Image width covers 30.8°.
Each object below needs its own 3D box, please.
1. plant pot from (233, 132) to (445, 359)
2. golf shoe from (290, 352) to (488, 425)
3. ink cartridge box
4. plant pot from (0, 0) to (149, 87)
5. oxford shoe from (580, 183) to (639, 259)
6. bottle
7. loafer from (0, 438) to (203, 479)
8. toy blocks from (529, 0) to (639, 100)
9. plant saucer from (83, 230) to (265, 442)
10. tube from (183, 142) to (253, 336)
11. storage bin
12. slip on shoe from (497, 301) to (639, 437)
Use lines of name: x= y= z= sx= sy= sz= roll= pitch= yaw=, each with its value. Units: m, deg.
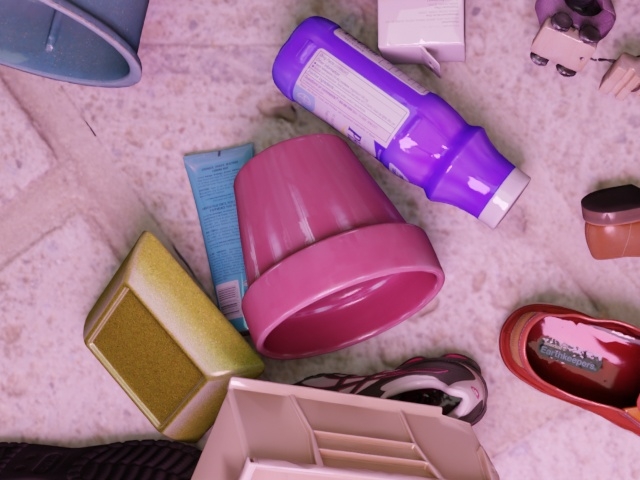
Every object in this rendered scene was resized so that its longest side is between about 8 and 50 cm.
plant pot: x=0.000 y=0.000 z=1.182 sx=0.201 sy=0.201 sz=0.180 roll=-25 pitch=68 yaw=6
golf shoe: x=0.036 y=0.181 z=1.195 sx=0.273 sy=0.120 sz=0.105 roll=-20 pitch=86 yaw=8
ink cartridge box: x=0.107 y=-0.246 z=1.217 sx=0.090 sy=0.092 sz=0.143 roll=0 pitch=86 yaw=8
plant pot: x=-0.295 y=-0.375 z=1.181 sx=0.341 sy=0.341 sz=0.334 roll=15 pitch=82 yaw=9
oxford shoe: x=0.375 y=-0.021 z=1.190 sx=0.212 sy=0.076 sz=0.076 roll=-7 pitch=116 yaw=6
bottle: x=0.084 y=-0.119 z=1.202 sx=0.283 sy=0.118 sz=0.092 roll=37 pitch=92 yaw=8
loafer: x=-0.243 y=0.292 z=1.232 sx=0.366 sy=0.134 sz=0.130 roll=1 pitch=108 yaw=21
toy blocks: x=0.410 y=-0.306 z=1.141 sx=0.289 sy=0.309 sz=0.260 roll=24 pitch=58 yaw=-3
plant saucer: x=-0.169 y=0.114 z=1.208 sx=0.188 sy=0.045 sz=0.188 roll=49 pitch=135 yaw=8
tube: x=-0.096 y=0.000 z=1.260 sx=0.080 sy=0.052 sz=0.207 roll=-11 pitch=80 yaw=3
storage bin: x=-0.001 y=0.280 z=1.079 sx=0.261 sy=0.123 sz=0.262 roll=12 pitch=117 yaw=-23
slip on shoe: x=0.339 y=0.144 z=1.160 sx=0.332 sy=0.101 sz=0.123 roll=18 pitch=88 yaw=8
